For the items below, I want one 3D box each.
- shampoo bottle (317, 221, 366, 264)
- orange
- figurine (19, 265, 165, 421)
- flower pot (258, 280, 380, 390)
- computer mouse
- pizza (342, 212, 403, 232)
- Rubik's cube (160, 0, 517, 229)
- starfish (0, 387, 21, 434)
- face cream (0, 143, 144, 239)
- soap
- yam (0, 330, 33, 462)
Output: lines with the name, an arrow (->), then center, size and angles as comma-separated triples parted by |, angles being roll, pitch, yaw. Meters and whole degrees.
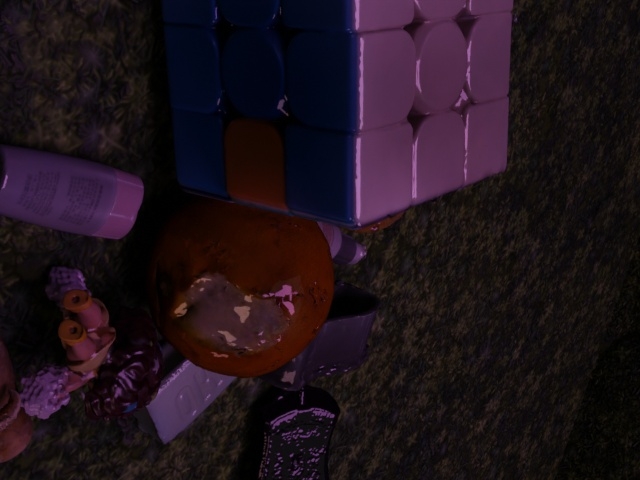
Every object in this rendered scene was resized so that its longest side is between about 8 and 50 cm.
shampoo bottle -> 0.000, 0.000, 1.411 | 0.192, 0.074, 0.074 | 21, 94, -58
orange -> -0.099, 0.047, 1.163 | 0.240, 0.240, 0.240 | -31, 135, -38
figurine -> -0.253, 0.125, 1.080 | 0.240, 0.115, 0.175 | 62, 33, -61
flower pot -> -0.003, 0.147, 1.476 | 0.229, 0.103, 0.108 | -15, 124, -48
computer mouse -> -0.053, 0.348, 1.557 | 0.147, 0.088, 0.264 | 0, 109, -33
pizza -> 0.058, -0.092, 1.383 | 0.305, 0.085, 0.162 | 7, 85, -54
Rubik's cube -> 0.021, -0.204, 1.071 | 0.291, 0.290, 0.292 | -22, 116, -44
starfish -> -0.404, 0.165, 0.921 | 0.238, 0.071, 0.216 | 14, 122, -44
face cream -> -0.278, -0.052, 1.021 | 0.198, 0.057, 0.084 | 15, 100, -58
soap -> -0.173, 0.175, 1.303 | 0.198, 0.063, 0.115 | -43, 143, -27
yam -> -0.365, 0.095, 0.988 | 0.081, 0.081, 0.357 | -35, 138, -35
